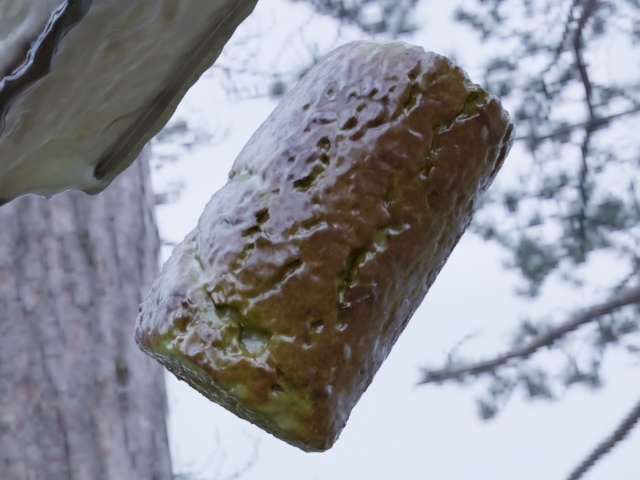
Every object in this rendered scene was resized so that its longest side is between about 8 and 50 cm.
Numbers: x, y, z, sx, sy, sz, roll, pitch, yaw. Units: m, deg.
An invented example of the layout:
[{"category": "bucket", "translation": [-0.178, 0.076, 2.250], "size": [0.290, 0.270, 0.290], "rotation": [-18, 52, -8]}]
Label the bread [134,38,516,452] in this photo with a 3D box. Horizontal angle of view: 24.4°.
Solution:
[{"category": "bread", "translation": [0.000, 0.000, 0.660], "size": [0.103, 0.172, 0.132], "rotation": [38, -11, -19]}]

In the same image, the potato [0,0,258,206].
[{"category": "potato", "translation": [-0.055, -0.067, 0.362], "size": [0.122, 0.061, 0.086], "rotation": [-46, -17, 26]}]
